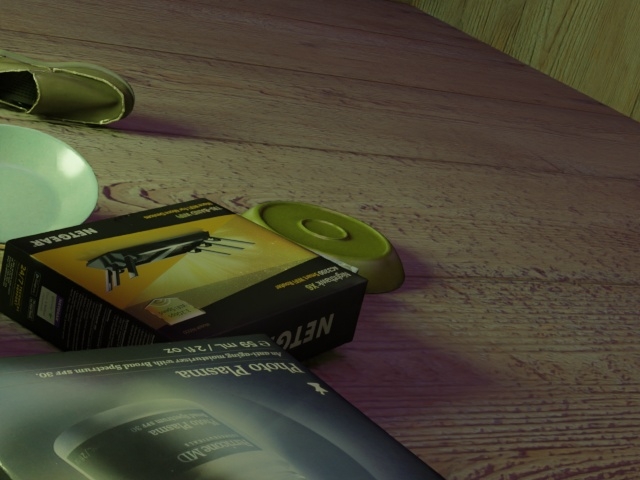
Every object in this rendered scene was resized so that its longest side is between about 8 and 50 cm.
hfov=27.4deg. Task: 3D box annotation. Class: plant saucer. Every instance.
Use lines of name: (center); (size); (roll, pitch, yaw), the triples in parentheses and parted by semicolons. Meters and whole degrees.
plant saucer: (-0.336, -0.051, 1.403); (0.195, 0.037, 0.195); (11, 41, -10)
plant saucer: (0.000, 0.000, 1.719); (0.241, 0.037, 0.241); (14, 20, -5)

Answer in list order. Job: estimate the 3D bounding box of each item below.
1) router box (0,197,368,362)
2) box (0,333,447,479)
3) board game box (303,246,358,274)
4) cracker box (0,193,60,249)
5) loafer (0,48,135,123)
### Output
router box: (-0.136, 0.055, 1.359); (0.243, 0.081, 0.309); (26, 24, 28)
box: (-0.079, 0.209, 0.848); (0.296, 0.183, 0.294); (-2, 28, -43)
board game box: (-0.011, 0.047, 1.571); (0.090, 0.020, 0.090); (21, 34, 12)
cracker box: (-0.400, -0.061, 1.504); (0.232, 0.067, 0.156); (14, 20, -5)
loafer: (-0.399, -0.213, 1.926); (0.251, 0.094, 0.087); (9, 32, -8)
